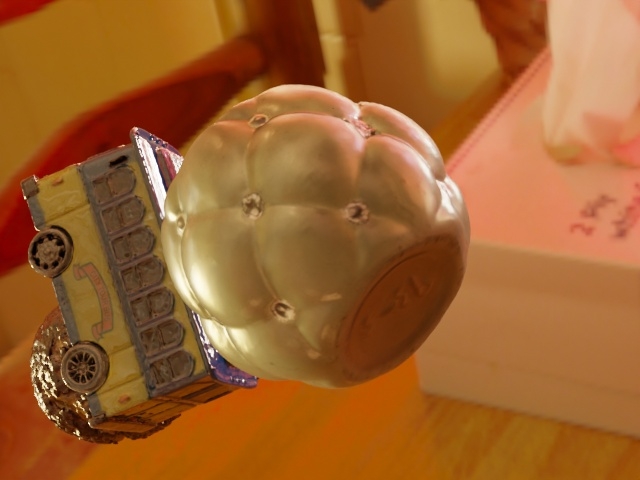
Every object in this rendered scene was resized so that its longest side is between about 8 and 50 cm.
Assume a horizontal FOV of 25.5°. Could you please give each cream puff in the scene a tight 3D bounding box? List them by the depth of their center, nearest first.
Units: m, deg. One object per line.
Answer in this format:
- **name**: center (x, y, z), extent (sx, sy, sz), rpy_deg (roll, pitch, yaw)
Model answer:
- **cream puff**: center (-0.259, 0.168, 1.840), extent (0.239, 0.239, 0.165), rpy_deg (-12, 56, 1)

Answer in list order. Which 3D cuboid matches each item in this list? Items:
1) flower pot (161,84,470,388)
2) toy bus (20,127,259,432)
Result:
- **flower pot**: center (0.000, 0.000, 1.134), extent (0.246, 0.246, 0.195), rpy_deg (-31, 55, -27)
- **toy bus**: center (-0.194, 0.045, 1.502), extent (0.175, 0.138, 0.288), rpy_deg (-23, 74, 13)
